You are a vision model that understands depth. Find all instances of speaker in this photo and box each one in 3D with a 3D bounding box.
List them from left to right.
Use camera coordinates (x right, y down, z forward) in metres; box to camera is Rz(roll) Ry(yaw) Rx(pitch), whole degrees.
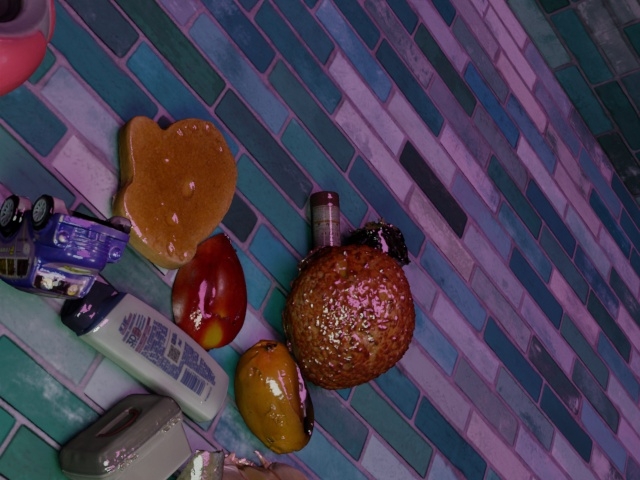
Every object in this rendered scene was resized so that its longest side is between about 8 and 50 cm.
[{"bbox_3d":[-0.580,-0.376,1.475,0.294,0.294,0.294,18,65,-44],"label":"speaker"}]

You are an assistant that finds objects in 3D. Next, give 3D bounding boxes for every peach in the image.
[{"bbox_3d":[-0.208,0.099,1.885,0.189,0.068,0.279,33,55,-39],"label":"peach"}]

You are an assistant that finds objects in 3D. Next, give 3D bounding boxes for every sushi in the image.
[{"bbox_3d":[0.133,0.018,2.246,0.212,0.147,0.115,10,63,-64],"label":"sushi"}]

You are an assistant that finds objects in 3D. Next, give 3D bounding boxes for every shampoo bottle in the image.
[{"bbox_3d":[-0.321,0.199,1.719,0.359,0.078,0.134,43,46,-30],"label":"shampoo bottle"}]

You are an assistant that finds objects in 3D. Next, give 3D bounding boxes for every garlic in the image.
[{"bbox_3d":[-0.127,0.516,1.797,0.229,0.178,0.143,5,105,-29],"label":"garlic"}]

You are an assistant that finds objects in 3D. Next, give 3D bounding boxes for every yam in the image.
[{"bbox_3d":[-0.238,0.508,1.663,0.106,0.106,0.259,14,79,-45],"label":"yam"}]

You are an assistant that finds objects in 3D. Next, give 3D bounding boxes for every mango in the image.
[{"bbox_3d":[-0.097,0.327,1.880,0.156,0.151,0.249,-110,-179,-75],"label":"mango"}]

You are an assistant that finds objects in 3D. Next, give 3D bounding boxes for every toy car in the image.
[{"bbox_3d":[-0.440,0.018,1.539,0.172,0.235,0.158,19,76,-43],"label":"toy car"}]

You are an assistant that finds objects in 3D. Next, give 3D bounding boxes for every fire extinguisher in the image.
[{"bbox_3d":[0.000,0.000,2.152,0.099,0.071,0.231,5,74,-18],"label":"fire extinguisher"}]

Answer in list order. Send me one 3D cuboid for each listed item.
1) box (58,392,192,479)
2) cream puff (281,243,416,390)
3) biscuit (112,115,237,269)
[{"bbox_3d":[-0.336,0.371,1.599,0.210,0.148,0.129,-38,116,-47],"label":"box"},{"bbox_3d":[0.083,0.173,2.032,0.350,0.228,0.351,-14,109,-44],"label":"cream puff"},{"bbox_3d":[-0.308,-0.123,1.850,0.287,0.057,0.344,49,47,-26],"label":"biscuit"}]
